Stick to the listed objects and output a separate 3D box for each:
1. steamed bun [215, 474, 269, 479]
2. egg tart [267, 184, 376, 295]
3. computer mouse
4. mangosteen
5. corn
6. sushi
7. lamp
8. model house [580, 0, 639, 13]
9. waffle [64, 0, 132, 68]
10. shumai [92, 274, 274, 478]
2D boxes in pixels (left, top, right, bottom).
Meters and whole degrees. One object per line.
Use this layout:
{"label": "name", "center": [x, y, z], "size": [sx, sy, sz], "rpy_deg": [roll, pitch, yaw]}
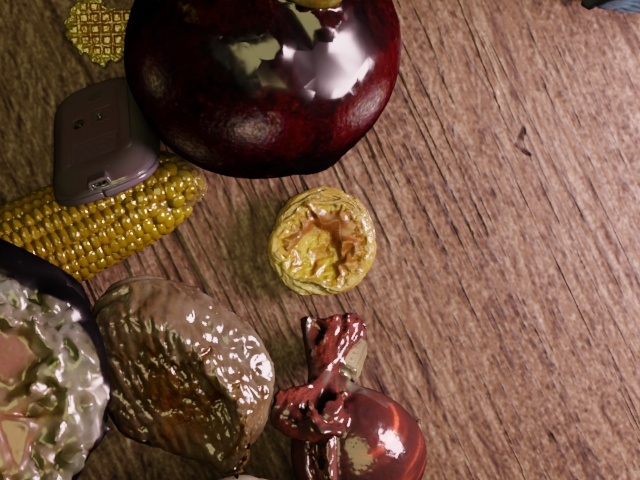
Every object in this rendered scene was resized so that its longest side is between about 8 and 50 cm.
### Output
{"label": "steamed bun", "center": [-0.102, 0.440, 1.558], "size": [0.342, 0.255, 0.368], "rpy_deg": [-37, 112, 9]}
{"label": "egg tart", "center": [0.000, 0.000, 1.696], "size": [0.130, 0.052, 0.130], "rpy_deg": [0, 93, -4]}
{"label": "computer mouse", "center": [-0.234, -0.104, 1.607], "size": [0.120, 0.232, 0.057], "rpy_deg": [-20, 124, 2]}
{"label": "mangosteen", "center": [-0.055, -0.208, 1.566], "size": [0.297, 0.293, 0.297], "rpy_deg": [6, 75, -25]}
{"label": "corn", "center": [-0.279, -0.012, 1.650], "size": [0.321, 0.119, 0.119], "rpy_deg": [-27, 93, -7]}
{"label": "sushi", "center": [-0.396, 0.167, 1.518], "size": [0.327, 0.285, 0.329], "rpy_deg": [25, 74, -11]}
{"label": "lamp", "center": [0.042, 0.214, 1.653], "size": [0.151, 0.215, 0.223], "rpy_deg": [-1, 124, 14]}
{"label": "model house", "center": [0.505, -0.365, 1.572], "size": [0.339, 0.360, 0.298], "rpy_deg": [14, 89, -5]}
{"label": "waffle", "center": [-0.249, -0.242, 1.693], "size": [0.085, 0.016, 0.078], "rpy_deg": [29, 89, -3]}
{"label": "shumai", "center": [-0.146, 0.128, 1.627], "size": [0.218, 0.185, 0.184], "rpy_deg": [24, 108, 1]}
